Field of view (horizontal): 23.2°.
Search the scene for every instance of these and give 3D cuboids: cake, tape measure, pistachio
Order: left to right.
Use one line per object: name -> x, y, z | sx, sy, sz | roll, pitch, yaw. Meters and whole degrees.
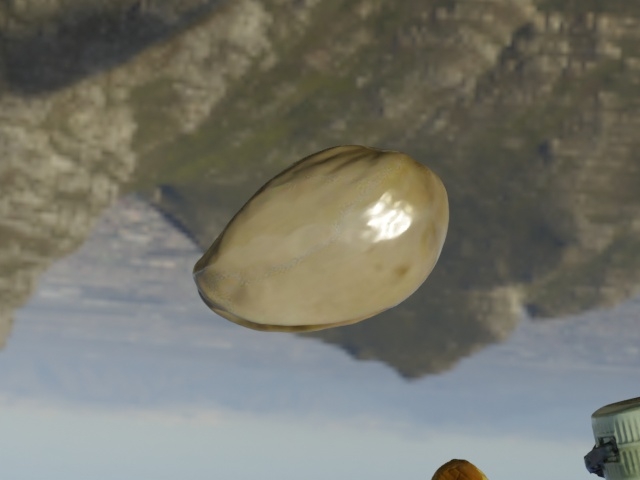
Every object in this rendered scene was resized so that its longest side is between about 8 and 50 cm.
pistachio -> 0.000, 0.000, 1.381 | 0.237, 0.153, 0.138 | -17, 162, 0
cake -> 0.183, 0.332, 2.056 | 0.084, 0.084, 0.044 | -1, 154, 35
tape measure -> 0.425, 0.235, 1.861 | 0.207, 0.115, 0.235 | -17, 173, 19
